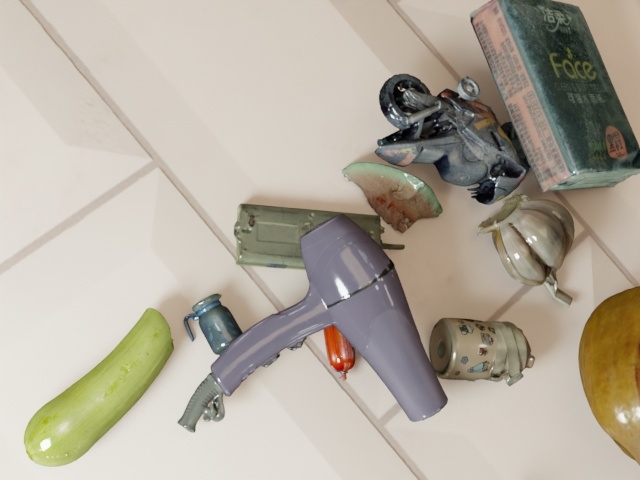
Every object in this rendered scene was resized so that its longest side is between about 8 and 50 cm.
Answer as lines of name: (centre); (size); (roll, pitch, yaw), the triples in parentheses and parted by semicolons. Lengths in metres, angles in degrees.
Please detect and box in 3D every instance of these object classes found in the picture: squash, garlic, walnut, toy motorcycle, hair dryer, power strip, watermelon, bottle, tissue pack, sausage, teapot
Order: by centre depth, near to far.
squash: (-0.283, 0.196, 1.303); (0.083, 0.083, 0.250); (43, 63, 1)
hair dryer: (-0.028, 0.168, 1.355); (0.361, 0.121, 0.301); (-30, 93, -9)
teapot: (-0.147, 0.122, 1.391); (0.049, 0.063, 0.083); (-16, 72, -54)
sausage: (0.026, 0.129, 1.435); (0.048, 0.050, 0.145); (18, 58, -57)
walnut: (0.480, 0.205, 1.456); (0.203, 0.203, 0.298); (18, 57, -10)
bottle: (0.245, 0.163, 1.466); (0.152, 0.099, 0.099); (7, 70, -18)
power strip: (0.000, 0.000, 1.478); (0.267, 0.034, 0.092); (4, 70, -15)
watermelon: (0.109, -0.081, 1.521); (0.155, 0.101, 0.080); (41, 76, 10)
garlic: (0.337, 0.028, 1.534); (0.131, 0.127, 0.194); (-35, 104, -28)
toy motorcycle: (0.220, -0.150, 1.550); (0.307, 0.108, 0.173); (16, 61, -23)
tissue pack: (0.382, -0.234, 1.604); (0.228, 0.103, 0.316); (-6, 71, -46)
